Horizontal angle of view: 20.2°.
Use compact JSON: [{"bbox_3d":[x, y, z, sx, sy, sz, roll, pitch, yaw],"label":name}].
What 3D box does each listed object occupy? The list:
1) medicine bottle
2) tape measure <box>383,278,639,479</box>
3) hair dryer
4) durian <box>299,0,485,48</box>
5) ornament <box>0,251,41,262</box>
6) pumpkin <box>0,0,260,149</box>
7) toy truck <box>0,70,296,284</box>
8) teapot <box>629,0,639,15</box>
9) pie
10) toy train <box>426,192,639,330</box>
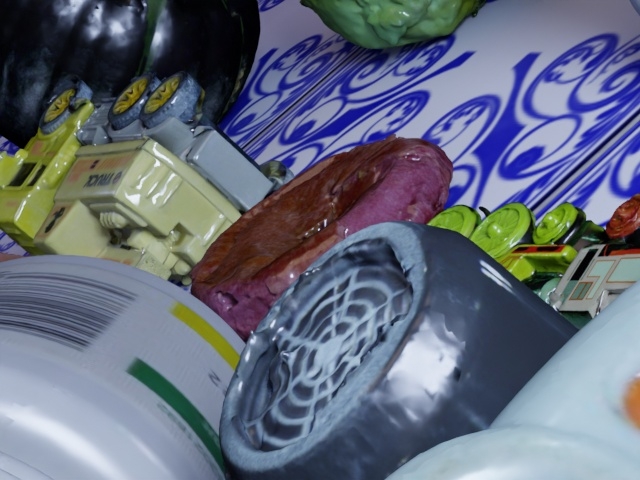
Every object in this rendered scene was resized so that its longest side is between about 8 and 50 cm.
[{"bbox_3d":[-0.124,0.132,0.638,0.208,0.208,0.339,-34,5,9],"label":"medicine bottle"},{"bbox_3d":[0.132,0.115,0.376,0.246,0.125,0.243,-37,48,-25],"label":"tape measure"},{"bbox_3d":[0.006,0.181,0.487,0.107,0.189,0.352,-9,47,58],"label":"hair dryer"},{"bbox_3d":[0.041,-0.282,1.376,0.204,0.339,0.256,-29,45,-5],"label":"durian"},{"bbox_3d":[-0.205,0.127,0.949,0.218,0.221,0.235,-25,63,22],"label":"ornament"},{"bbox_3d":[-0.207,-0.169,1.547,0.296,0.296,0.296,-33,19,13],"label":"pumpkin"},{"bbox_3d":[-0.145,-0.026,1.304,0.157,0.124,0.272,-54,26,-17],"label":"toy truck"},{"bbox_3d":[0.234,-0.274,0.974,0.280,0.252,0.424,170,113,-70],"label":"teapot"},{"bbox_3d":[0.000,0.000,1.084,0.182,0.049,0.182,-30,16,10],"label":"pie"},{"bbox_3d":[0.120,0.017,0.828,0.085,0.053,0.250,-54,24,-22],"label":"toy train"}]
